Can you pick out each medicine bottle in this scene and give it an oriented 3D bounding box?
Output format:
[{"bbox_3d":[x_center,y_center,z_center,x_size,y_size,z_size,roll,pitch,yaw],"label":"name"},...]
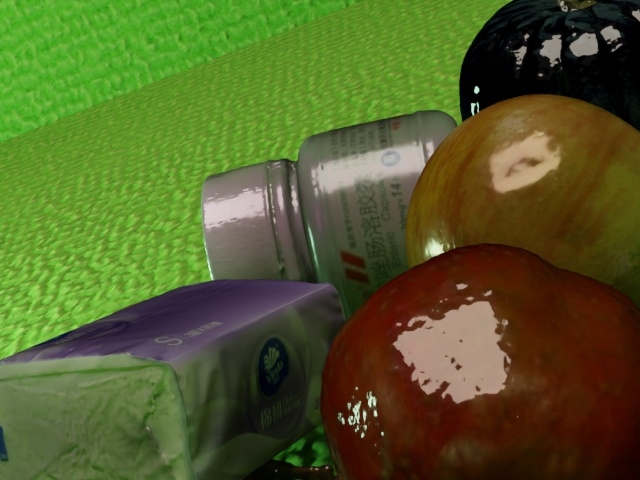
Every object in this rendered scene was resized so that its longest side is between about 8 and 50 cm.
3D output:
[{"bbox_3d":[0.031,-0.011,1.534,0.302,0.241,0.241,-12,23,8],"label":"medicine bottle"}]

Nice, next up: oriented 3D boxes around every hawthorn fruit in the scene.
[{"bbox_3d":[0.146,0.159,1.039,0.287,0.287,0.330,-20,28,7],"label":"hawthorn fruit"}]

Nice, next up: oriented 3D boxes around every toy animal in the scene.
[{"bbox_3d":[-0.063,0.233,1.337,0.229,0.066,0.224,-9,20,42],"label":"toy animal"}]

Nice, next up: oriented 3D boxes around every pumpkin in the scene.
[{"bbox_3d":[0.352,-0.188,1.639,0.363,0.266,0.363,-16,20,6],"label":"pumpkin"}]

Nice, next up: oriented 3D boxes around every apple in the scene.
[{"bbox_3d":[0.220,-0.002,1.281,0.233,0.286,0.286,-53,30,-15],"label":"apple"}]

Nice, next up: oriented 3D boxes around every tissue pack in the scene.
[{"bbox_3d":[-0.141,0.141,1.293,0.242,0.160,0.338,-5,9,27],"label":"tissue pack"}]

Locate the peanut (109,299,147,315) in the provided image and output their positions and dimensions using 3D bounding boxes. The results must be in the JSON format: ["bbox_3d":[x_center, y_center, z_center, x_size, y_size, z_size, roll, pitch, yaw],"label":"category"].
[{"bbox_3d":[-0.198,0.154,1.592,0.233,0.110,0.197,-5,41,39],"label":"peanut"}]
